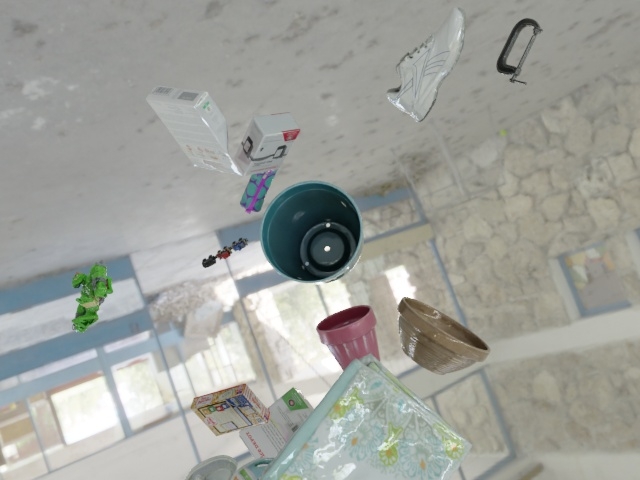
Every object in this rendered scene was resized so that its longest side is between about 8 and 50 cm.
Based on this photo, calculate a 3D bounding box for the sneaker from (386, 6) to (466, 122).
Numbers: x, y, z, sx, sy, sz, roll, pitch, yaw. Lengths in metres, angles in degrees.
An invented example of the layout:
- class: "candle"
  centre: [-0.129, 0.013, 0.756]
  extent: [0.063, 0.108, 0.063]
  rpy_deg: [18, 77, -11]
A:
- class: "sneaker"
  centre: [0.261, -0.435, 1.579]
  extent: [0.111, 0.129, 0.297]
  rpy_deg: [-67, -177, -56]

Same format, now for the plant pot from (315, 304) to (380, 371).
- class: "plant pot"
  centre: [0.107, 0.333, 2.111]
  extent: [0.201, 0.180, 0.201]
  rpy_deg: [-21, -172, 3]

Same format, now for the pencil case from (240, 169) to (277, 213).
- class: "pencil case"
  centre: [-0.167, -0.151, 1.750]
  extent: [0.070, 0.064, 0.151]
  rpy_deg: [-92, -155, -59]

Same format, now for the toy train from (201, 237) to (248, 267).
- class: "toy train"
  centre: [-0.279, 0.037, 1.875]
  extent: [0.158, 0.027, 0.036]
  rpy_deg: [-29, -149, 11]

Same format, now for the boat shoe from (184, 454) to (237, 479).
- class: "boat shoe"
  centre: [-0.364, 0.749, 1.859]
  extent: [0.320, 0.118, 0.103]
  rpy_deg: [-39, -147, 4]

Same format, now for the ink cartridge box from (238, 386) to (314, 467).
- class: "ink cartridge box"
  centre: [-0.140, 0.735, 2.470]
  extent: [0.278, 0.201, 0.117]
  rpy_deg: [-39, 157, -3]

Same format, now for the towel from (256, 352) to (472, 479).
- class: "towel"
  centre: [0.095, 0.474, 1.362]
  extent: [0.374, 0.320, 0.090]
  rpy_deg: [-49, 176, -10]

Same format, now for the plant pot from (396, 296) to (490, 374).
- class: "plant pot"
  centre: [0.268, 0.238, 1.506]
  extent: [0.109, 0.237, 0.237]
  rpy_deg: [-61, 166, 9]

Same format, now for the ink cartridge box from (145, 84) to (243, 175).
- class: "ink cartridge box"
  centre: [-0.279, -0.254, 1.492]
  extent: [0.181, 0.224, 0.056]
  rpy_deg: [16, -117, 37]

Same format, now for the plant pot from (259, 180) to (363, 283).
- class: "plant pot"
  centre: [0.000, 0.000, 1.770]
  extent: [0.272, 0.271, 0.255]
  rpy_deg: [-21, 165, 7]

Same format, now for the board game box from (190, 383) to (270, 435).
- class: "board game box"
  centre: [-0.274, 0.517, 1.954]
  extent: [0.193, 0.147, 0.045]
  rpy_deg: [-20, -148, 21]

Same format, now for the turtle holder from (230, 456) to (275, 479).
- class: "turtle holder"
  centre: [-0.094, 0.669, 1.667]
  extent: [0.320, 0.227, 0.243]
  rpy_deg: [-29, 138, -28]

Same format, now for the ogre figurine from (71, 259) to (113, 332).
- class: "ogre figurine"
  centre: [-0.561, 0.133, 1.577]
  extent: [0.097, 0.118, 0.197]
  rpy_deg: [2, 139, -12]

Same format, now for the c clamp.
- class: "c clamp"
  centre: [0.472, -0.443, 1.505]
  extent: [0.022, 0.160, 0.137]
  rpy_deg: [17, -171, -27]

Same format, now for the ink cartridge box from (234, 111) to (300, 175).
- class: "ink cartridge box"
  centre: [-0.130, -0.231, 1.546]
  extent: [0.109, 0.063, 0.150]
  rpy_deg: [-17, 155, -36]
